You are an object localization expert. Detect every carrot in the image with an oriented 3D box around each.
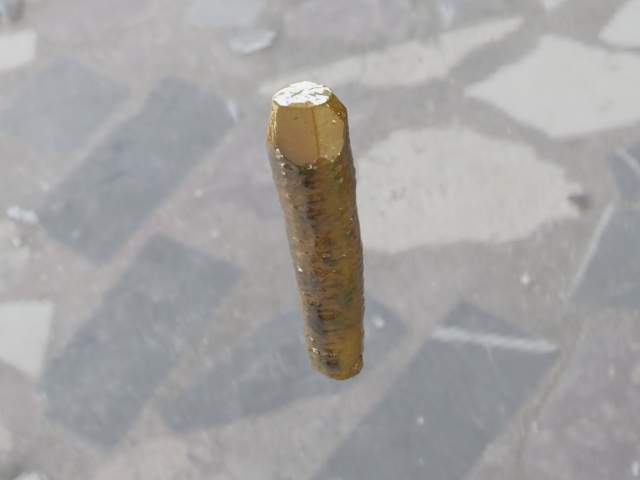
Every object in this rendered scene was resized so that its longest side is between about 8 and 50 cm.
[{"bbox_3d":[0.000,0.000,0.874,0.042,0.170,0.042,-4,39,3],"label":"carrot"}]
